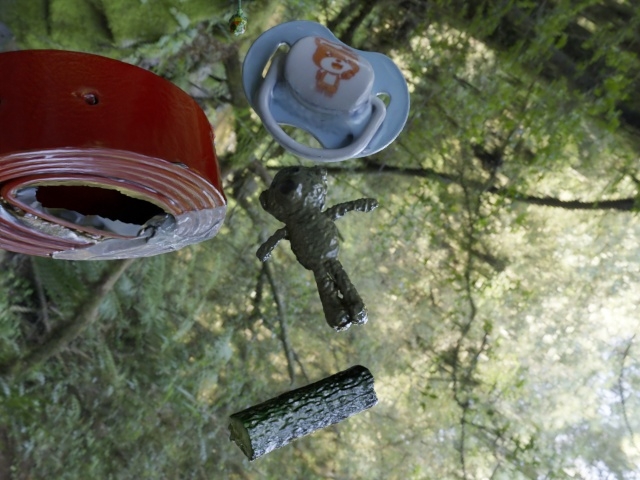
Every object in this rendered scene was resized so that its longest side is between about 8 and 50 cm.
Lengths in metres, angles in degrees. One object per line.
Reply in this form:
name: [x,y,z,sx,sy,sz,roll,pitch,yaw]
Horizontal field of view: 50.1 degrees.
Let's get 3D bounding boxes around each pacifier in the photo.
pacifier: [0.000,-0.223,1.133,0.228,0.278,0.207,-62,177,-12]

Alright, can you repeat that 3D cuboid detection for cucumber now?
cucumber: [-0.016,0.188,0.762,0.187,0.058,0.058,-12,148,-38]

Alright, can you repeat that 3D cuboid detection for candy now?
candy: [-0.099,-0.276,0.824,0.025,0.023,0.083,84,0,-51]

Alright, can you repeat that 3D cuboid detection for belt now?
belt: [-0.226,-0.071,0.706,0.227,0.115,0.323,-26,157,31]

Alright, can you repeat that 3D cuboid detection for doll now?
doll: [-0.016,0.006,1.103,0.091,0.202,0.286,42,48,-60]
